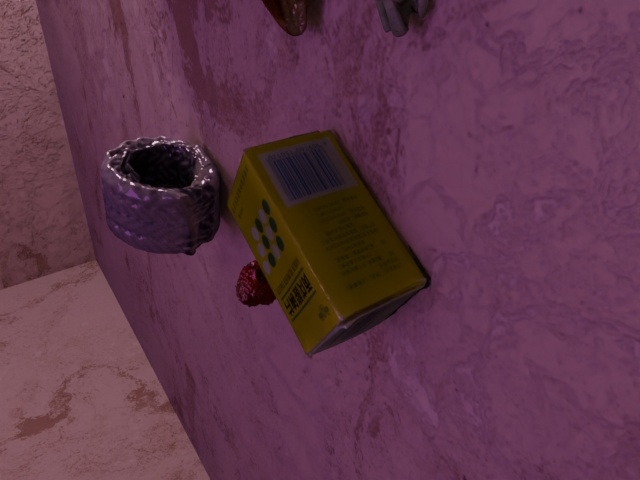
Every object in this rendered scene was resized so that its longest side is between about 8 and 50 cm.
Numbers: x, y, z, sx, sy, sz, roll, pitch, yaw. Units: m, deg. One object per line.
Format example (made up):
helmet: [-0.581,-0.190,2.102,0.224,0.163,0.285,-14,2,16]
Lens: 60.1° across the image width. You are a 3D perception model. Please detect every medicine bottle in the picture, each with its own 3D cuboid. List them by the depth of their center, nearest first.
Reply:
medicine bottle: [0.000,0.000,0.697,0.250,0.141,0.137,60,147,18]

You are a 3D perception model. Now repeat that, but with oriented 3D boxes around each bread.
bread: [-0.046,-0.310,0.656,0.154,0.054,0.136,-171,61,-78]

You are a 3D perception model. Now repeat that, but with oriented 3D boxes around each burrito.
burrito: [0.074,-0.250,0.509,0.074,0.044,0.118,24,124,48]

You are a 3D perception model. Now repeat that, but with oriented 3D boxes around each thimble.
thimble: [-0.314,-0.094,1.105,0.245,0.217,0.157,35,139,27]

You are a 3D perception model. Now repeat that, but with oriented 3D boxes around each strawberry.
strawberry: [-0.116,0.078,1.017,0.083,0.083,0.096,49,137,34]
